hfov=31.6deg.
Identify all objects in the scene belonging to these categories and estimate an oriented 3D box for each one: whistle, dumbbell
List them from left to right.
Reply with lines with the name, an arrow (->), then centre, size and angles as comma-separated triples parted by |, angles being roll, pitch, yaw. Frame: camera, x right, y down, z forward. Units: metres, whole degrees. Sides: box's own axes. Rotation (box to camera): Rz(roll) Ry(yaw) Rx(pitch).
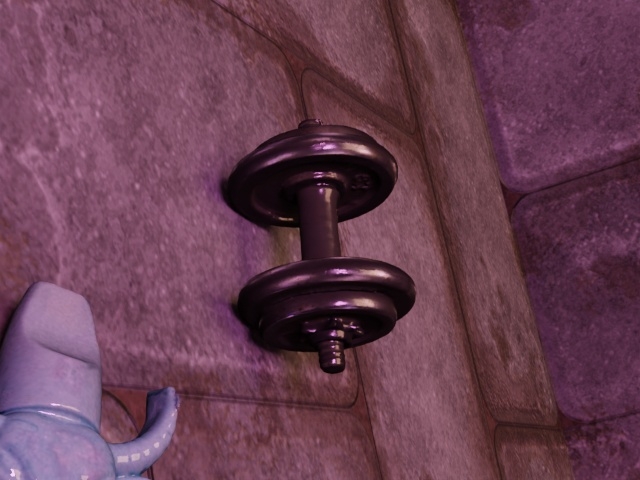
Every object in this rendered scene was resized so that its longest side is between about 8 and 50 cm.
whistle -> -0.192, 0.147, 0.777 | 0.186, 0.093, 0.274 | 21, 45, -29
dumbbell -> 0.000, 0.000, 1.205 | 0.192, 0.192, 0.290 | 35, 44, -56
